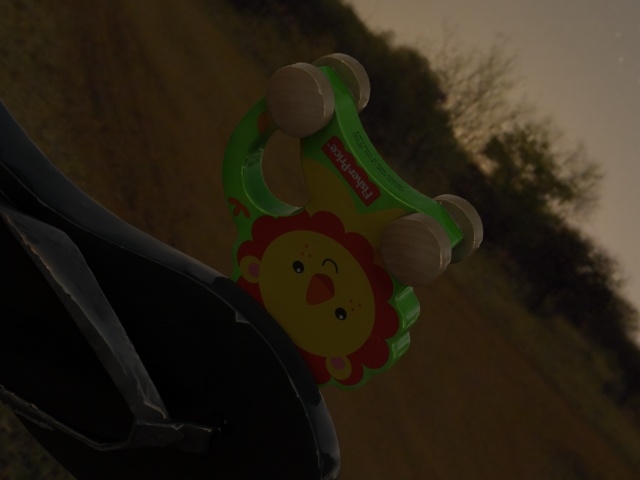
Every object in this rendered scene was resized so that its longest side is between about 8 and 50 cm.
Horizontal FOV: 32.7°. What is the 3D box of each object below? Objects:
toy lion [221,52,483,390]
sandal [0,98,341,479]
[{"bbox_3d":[0.000,0.000,0.382,0.100,0.096,0.034,53,36,6],"label":"toy lion"},{"bbox_3d":[-0.105,0.019,0.382,0.254,0.097,0.054,42,21,3],"label":"sandal"}]
